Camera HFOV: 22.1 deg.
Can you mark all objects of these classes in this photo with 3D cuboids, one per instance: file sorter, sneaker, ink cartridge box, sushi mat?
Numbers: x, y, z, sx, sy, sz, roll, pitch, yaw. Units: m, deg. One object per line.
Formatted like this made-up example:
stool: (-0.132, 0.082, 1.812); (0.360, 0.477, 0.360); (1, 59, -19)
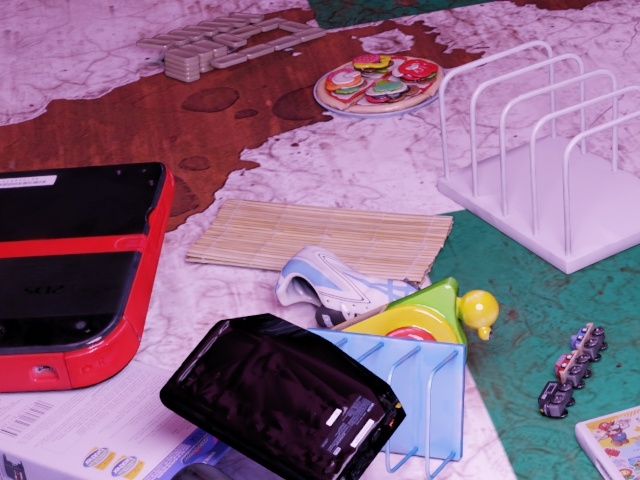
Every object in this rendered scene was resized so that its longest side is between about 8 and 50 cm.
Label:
file sorter: (0.294, -0.117, 2.023); (0.192, 0.173, 0.277); (-21, 32, -23)
sneaker: (0.052, 0.077, 1.849); (0.237, 0.085, 0.086); (21, 66, 34)
file sorter: (0.046, 0.162, 1.620); (0.170, 0.118, 0.104); (5, 11, 21)
ink cartridge box: (-0.217, 0.201, 1.699); (0.311, 0.065, 0.186); (10, 35, 34)
sushi mat: (0.000, 0.000, 2.039); (0.316, 0.019, 0.151); (6, 31, 21)

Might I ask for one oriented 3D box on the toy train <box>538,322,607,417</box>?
toy train: (0.266, 0.137, 1.738); (0.036, 0.027, 0.158); (-1, 29, 32)

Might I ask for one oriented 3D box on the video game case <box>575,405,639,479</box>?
video game case: (0.390, 0.212, 1.579); (0.227, 0.026, 0.206); (-14, 31, -10)

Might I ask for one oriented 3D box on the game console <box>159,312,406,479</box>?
game console: (-0.100, 0.229, 1.507); (0.213, 0.044, 0.361); (27, 66, 32)

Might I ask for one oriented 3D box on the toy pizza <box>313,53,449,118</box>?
toy pizza: (0.089, -0.236, 2.414); (0.201, 0.032, 0.201); (-5, 30, 3)

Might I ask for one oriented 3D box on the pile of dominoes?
pile of dominoes: (-0.143, -0.307, 2.610); (0.196, 0.040, 0.251); (21, 32, 41)

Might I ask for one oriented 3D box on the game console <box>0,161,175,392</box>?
game console: (-0.374, 0.039, 1.858); (0.386, 0.060, 0.342); (-3, 39, 9)

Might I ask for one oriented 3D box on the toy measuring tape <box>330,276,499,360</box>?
toy measuring tape: (0.042, 0.142, 1.729); (0.330, 0.121, 0.121); (-24, 27, 13)
